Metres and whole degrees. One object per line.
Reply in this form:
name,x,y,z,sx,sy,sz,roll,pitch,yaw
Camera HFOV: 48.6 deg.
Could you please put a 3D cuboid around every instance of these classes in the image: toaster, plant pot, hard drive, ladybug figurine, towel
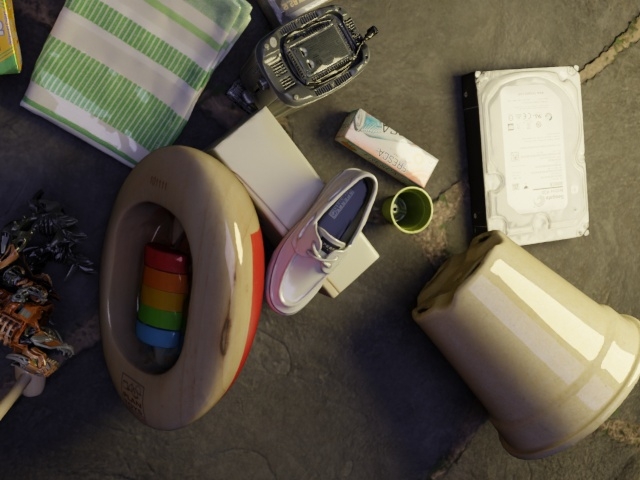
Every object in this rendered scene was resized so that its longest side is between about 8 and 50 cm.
toaster,-0.026,-0.293,1.171,0.227,0.146,0.129,-36,100,-24
plant pot,0.345,0.159,1.273,0.305,0.334,0.334,44,80,-4
hard drive,0.403,-0.163,1.381,0.236,0.064,0.339,-7,96,-18
ladybug figurine,-0.206,0.079,1.094,0.162,0.305,0.450,-6,114,-52
plant pot,0.150,-0.056,1.294,0.083,0.079,0.083,-1,93,-18
towel,-0.287,-0.285,1.092,0.247,0.038,0.325,29,109,-16

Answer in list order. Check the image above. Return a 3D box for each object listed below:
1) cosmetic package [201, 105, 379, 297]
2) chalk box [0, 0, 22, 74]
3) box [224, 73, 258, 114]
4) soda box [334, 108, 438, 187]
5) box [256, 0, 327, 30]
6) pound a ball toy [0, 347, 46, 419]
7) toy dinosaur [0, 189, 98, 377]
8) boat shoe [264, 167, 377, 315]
cosmetic package,-0.054,-0.061,1.184,0.113,0.160,0.309,-42,104,-11
chalk box,-0.547,-0.299,1.004,0.213,0.132,0.132,-10,114,-16
box,-0.113,-0.252,1.225,0.083,0.018,0.067,38,82,-17
soda box,0.121,-0.165,1.289,0.183,0.058,0.063,30,84,-18
box,-0.024,-0.497,1.220,0.231,0.056,0.183,-33,104,-13
pound a ball toy,-0.533,0.190,0.982,0.208,0.319,0.136,0,94,-3
toy dinosaur,-0.458,0.042,1.038,0.218,0.164,0.322,-38,97,-24
boat shoe,0.000,0.000,1.079,0.095,0.084,0.258,29,85,-18
